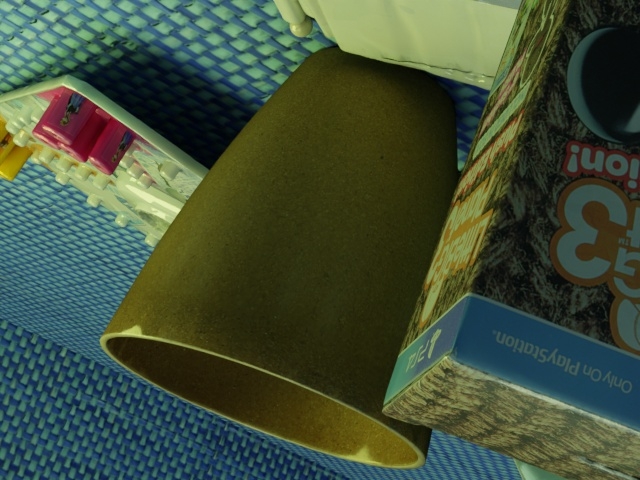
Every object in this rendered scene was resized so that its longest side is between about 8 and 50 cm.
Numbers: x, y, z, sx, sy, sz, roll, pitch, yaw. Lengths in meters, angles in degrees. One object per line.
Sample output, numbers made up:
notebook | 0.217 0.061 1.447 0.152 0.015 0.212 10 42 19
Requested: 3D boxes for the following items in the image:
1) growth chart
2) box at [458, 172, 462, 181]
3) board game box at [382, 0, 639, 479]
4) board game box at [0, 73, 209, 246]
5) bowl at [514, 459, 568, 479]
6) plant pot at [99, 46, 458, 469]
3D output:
growth chart | 0.064 -0.144 0.854 0.237 0.021 0.172 17 162 12
box | 0.175 0.047 1.184 0.184 0.103 0.261 16 163 23
board game box | 0.190 -0.026 0.609 0.232 0.291 0.141 21 163 -2
board game box | -0.139 -0.009 1.290 0.390 0.050 0.390 36 167 -22
bowl | 0.247 0.059 0.870 0.163 0.312 0.311 -17 143 35
plant pot | 0.000 0.000 0.971 0.237 0.254 0.237 18 164 6
